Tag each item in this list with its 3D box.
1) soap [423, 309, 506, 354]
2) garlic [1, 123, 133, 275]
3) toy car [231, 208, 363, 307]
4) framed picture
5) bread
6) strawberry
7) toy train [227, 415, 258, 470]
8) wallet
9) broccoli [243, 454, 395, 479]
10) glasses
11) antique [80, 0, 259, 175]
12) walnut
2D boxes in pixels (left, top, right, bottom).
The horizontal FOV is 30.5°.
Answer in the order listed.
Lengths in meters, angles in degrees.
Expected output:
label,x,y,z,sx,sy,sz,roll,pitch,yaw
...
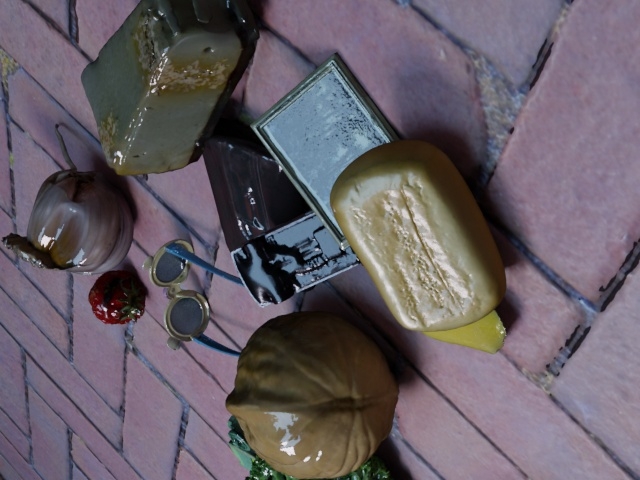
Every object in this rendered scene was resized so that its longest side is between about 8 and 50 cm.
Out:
label,x,y,z,sx,sy,sz,roll,pitch,yaw
soap,0.159,0.090,1.364,0.168,0.033,0.089,19,137,44
garlic,-0.423,-0.049,1.869,0.257,0.207,0.207,58,150,7
toy car,0.000,0.000,1.427,0.209,0.108,0.089,-26,97,24
framed picture,0.020,-0.096,1.322,0.142,0.011,0.183,-36,89,29
bread,0.110,-0.008,1.260,0.147,0.098,0.217,-15,115,30
strawberry,-0.354,0.098,2.010,0.106,0.106,0.106,34,144,29
toy train,-0.062,0.342,1.884,0.200,0.083,0.132,25,150,39
wallet,-0.084,-0.047,1.548,0.182,0.049,0.229,24,140,36
broccoli,-0.006,0.404,1.698,0.261,0.241,0.269,-23,102,26
glasses,-0.142,0.090,1.776,0.220,0.088,0.190,7,128,26
antique,-0.177,-0.207,1.401,0.284,0.125,0.150,-44,63,53
walnut,-0.015,0.203,1.547,0.225,0.225,0.261,60,154,-11
